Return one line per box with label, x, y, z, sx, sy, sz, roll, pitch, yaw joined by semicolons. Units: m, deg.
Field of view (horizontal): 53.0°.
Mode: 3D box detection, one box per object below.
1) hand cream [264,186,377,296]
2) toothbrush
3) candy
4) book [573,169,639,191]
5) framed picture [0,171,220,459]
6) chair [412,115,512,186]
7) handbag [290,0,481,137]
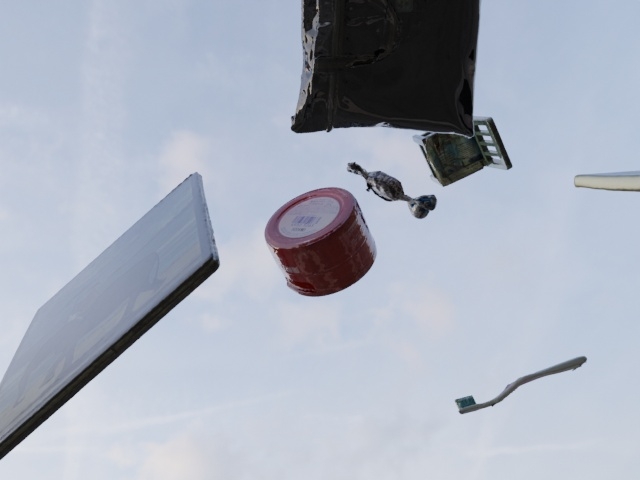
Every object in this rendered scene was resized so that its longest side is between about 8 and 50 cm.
hand cream;0.000;0.000;1.200;0.193;0.193;0.125;-25;-59;1
toothbrush;0.244;0.171;0.763;0.204;0.022;0.017;-12;-29;-25
candy;0.154;-0.120;1.419;0.051;0.226;0.094;-54;-22;-22
book;0.572;-0.089;0.843;0.388;0.269;0.032;-7;-83;-28
framed picture;-0.208;0.052;0.622;0.265;0.347;0.016;-41;-70;2
chair;0.335;-0.217;1.569;0.147;0.270;0.136;-27;-75;2
handbag;0.073;-0.235;0.685;0.210;0.089;0.255;-1;-70;-6
